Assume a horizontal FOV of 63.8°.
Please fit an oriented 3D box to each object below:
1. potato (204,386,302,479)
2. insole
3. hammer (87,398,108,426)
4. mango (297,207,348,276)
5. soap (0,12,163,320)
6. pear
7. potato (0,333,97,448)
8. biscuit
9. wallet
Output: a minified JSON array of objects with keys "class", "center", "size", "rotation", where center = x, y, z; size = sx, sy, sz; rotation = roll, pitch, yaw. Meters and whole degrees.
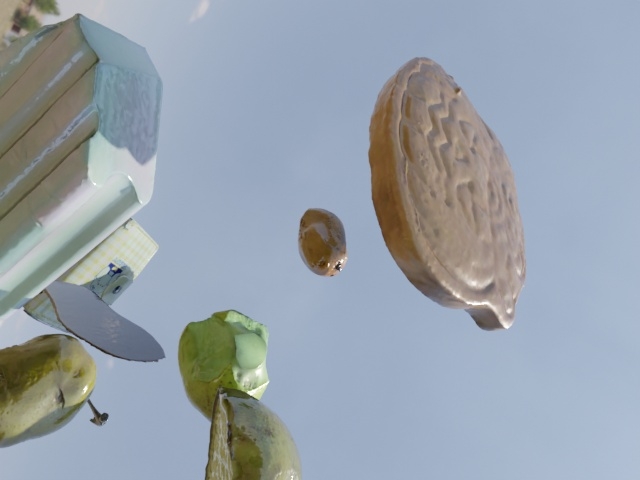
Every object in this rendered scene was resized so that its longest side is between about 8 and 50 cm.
[{"class":"potato","center":[-0.116,0.495,1.061],"size":[0.280,0.212,0.331],"rotation":[-169,-95,-70]},{"class":"insole","center":[-0.315,0.104,0.714],"size":[0.327,0.111,0.007],"rotation":[19,-89,46]},{"class":"hammer","center":[-0.547,0.335,1.171],"size":[0.201,0.021,0.078],"rotation":[55,-45,7]},{"class":"mango","center":[0.000,0.000,1.541],"size":[0.151,0.156,0.249],"rotation":[-31,-133,21]},{"class":"soap","center":[-0.324,-0.079,0.573],"size":[0.346,0.115,0.208],"rotation":[-35,-105,18]},{"class":"pear","center":[-0.281,0.356,1.389],"size":[0.286,0.176,0.282],"rotation":[-24,-127,29]},{"class":"potato","center":[-0.472,0.243,0.840],"size":[0.137,0.200,0.155],"rotation":[34,-52,33]},{"class":"biscuit","center":[0.199,-0.075,0.727],"size":[0.062,0.365,0.386],"rotation":[-21,-135,38]},{"class":"wallet","center":[-0.549,0.085,1.268],"size":[0.077,0.223,0.309],"rotation":[38,-105,22]}]
